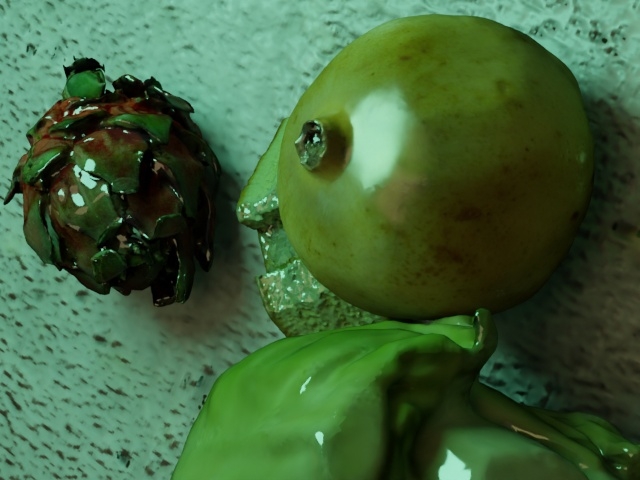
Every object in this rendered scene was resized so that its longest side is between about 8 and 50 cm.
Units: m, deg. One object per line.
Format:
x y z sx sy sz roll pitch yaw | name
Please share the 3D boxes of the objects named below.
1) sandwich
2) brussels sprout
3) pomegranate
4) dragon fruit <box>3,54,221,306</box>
0.000 0.000 1.277 0.090 0.088 0.244 -23 75 31 | sandwich
0.060 0.273 1.092 0.361 0.342 0.425 -39 61 56 | brussels sprout
0.084 -0.046 1.145 0.233 0.233 0.233 -2 87 34 | pomegranate
-0.171 -0.043 1.349 0.182 0.182 0.188 -23 35 31 | dragon fruit
